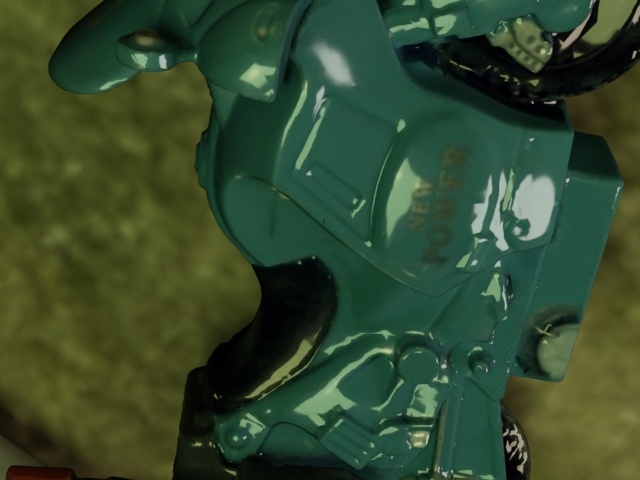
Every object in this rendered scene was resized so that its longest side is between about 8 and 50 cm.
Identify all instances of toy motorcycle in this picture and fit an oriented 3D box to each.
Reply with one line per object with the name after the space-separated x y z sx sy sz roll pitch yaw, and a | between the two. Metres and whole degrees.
0.000 0.000 0.503 0.182 0.124 0.272 9 116 -4 | toy motorcycle

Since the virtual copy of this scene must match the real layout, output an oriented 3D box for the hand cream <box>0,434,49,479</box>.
-0.058 0.171 0.621 0.314 0.089 0.140 28 115 7 | hand cream
